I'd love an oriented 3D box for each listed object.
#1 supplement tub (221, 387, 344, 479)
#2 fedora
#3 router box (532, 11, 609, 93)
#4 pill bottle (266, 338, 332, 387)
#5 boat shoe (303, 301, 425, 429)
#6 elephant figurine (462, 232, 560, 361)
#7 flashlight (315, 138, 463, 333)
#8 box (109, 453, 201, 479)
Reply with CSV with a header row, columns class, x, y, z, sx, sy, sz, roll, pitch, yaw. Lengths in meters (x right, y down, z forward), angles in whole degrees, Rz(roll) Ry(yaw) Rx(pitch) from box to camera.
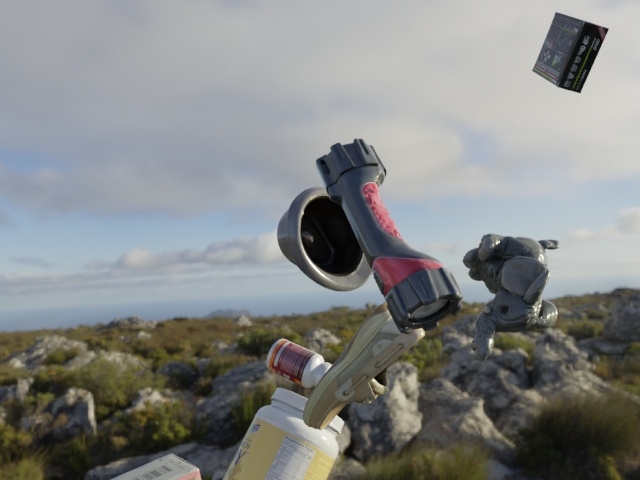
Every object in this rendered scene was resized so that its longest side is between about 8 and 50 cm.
class,x,y,z,sx,sy,sz,roll,pitch,yaw
supplement tub,-0.100,0.576,1.623,0.241,0.331,0.241,24,-21,10
fedora,0.000,0.000,1.523,0.275,0.244,0.124,25,-23,-36
router box,0.357,-0.272,0.909,0.038,0.092,0.122,14,25,-6
pill bottle,-0.048,0.303,1.525,0.152,0.086,0.086,19,7,25
boat shoe,0.072,0.244,1.118,0.098,0.302,0.109,40,24,17
elephant figurine,0.381,0.109,1.219,0.169,0.239,0.186,21,-54,-24
flashlight,0.098,-0.018,0.912,0.103,0.304,0.103,-40,-36,27
box,-0.302,0.555,1.200,0.148,0.232,0.127,-14,7,-39
